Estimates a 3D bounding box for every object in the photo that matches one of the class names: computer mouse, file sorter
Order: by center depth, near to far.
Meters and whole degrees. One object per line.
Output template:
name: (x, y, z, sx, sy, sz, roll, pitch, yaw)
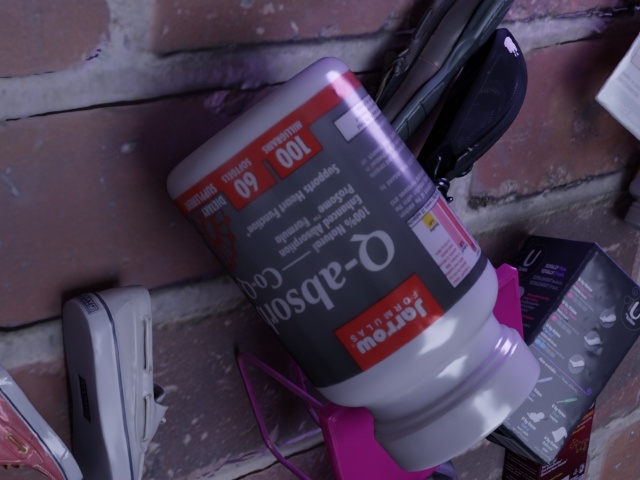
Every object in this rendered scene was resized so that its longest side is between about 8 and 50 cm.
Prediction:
computer mouse: (0.169, -0.119, 1.301, 0.072, 0.188, 0.272, 31, 77, -7)
file sorter: (0.075, 0.149, 1.324, 0.291, 0.182, 0.202, -35, 133, -25)

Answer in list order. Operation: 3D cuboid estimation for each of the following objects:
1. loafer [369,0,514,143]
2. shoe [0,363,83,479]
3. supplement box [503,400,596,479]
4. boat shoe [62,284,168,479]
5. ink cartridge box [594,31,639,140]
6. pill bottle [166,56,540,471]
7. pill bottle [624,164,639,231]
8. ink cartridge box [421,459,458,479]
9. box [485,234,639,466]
loafer: (0.112, -0.201, 1.266, 0.267, 0.084, 0.096, -51, 169, -6)
shoe: (-0.300, 0.192, 1.069, 0.081, 0.063, 0.178, -41, 129, -20)
supplement box: (0.364, 0.288, 1.769, 0.130, 0.073, 0.239, -20, 124, -36)
boat shoe: (-0.199, 0.168, 1.135, 0.088, 0.096, 0.267, -17, 114, -33)
ink cartridge box: (0.548, -0.283, 1.573, 0.308, 0.091, 0.385, 34, 88, -31)
pill bottle: (0.038, 0.025, 1.077, 0.210, 0.210, 0.363, -40, 96, -23)
pill bottle: (0.546, -0.106, 1.701, 0.117, 0.117, 0.215, 26, 92, -49)
ink cartridge box: (0.098, 0.381, 1.435, 0.060, 0.275, 0.239, 21, 98, -4)
box: (0.297, 0.143, 1.524, 0.143, 0.165, 0.270, 41, 80, -20)
